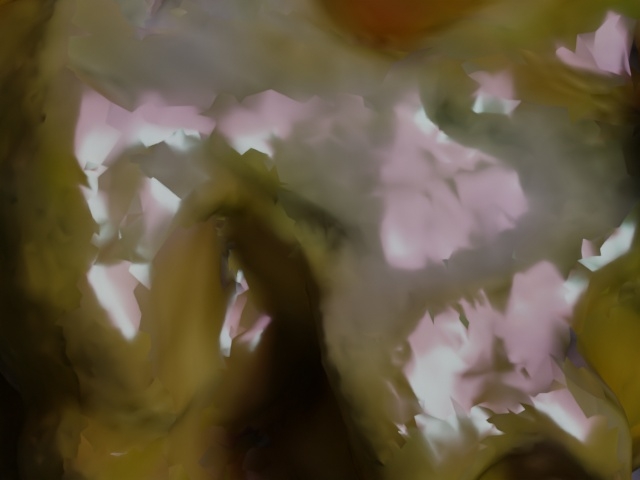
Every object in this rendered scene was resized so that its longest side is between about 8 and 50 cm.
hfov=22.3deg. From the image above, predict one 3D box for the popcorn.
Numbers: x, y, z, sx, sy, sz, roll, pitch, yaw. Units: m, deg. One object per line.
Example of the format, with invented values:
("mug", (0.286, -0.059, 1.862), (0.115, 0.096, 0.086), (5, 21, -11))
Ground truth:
("popcorn", (0.000, 0.000, 0.580), (0.297, 0.281, 0.316), (-29, 61, -29))
